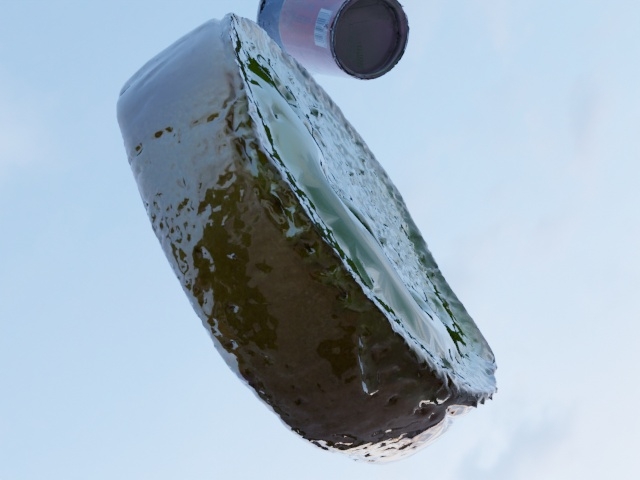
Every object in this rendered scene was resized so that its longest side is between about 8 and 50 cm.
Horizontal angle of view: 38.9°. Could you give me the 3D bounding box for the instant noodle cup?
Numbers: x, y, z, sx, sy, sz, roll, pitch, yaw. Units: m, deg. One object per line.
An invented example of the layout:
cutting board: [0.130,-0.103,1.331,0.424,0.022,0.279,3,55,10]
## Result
instant noodle cup: [0.017,-0.217,0.915,0.127,0.136,0.127,-11,-66,-25]

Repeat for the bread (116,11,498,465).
bread: [0.000,0.000,0.449,0.070,0.236,0.236,-33,-47,15]
